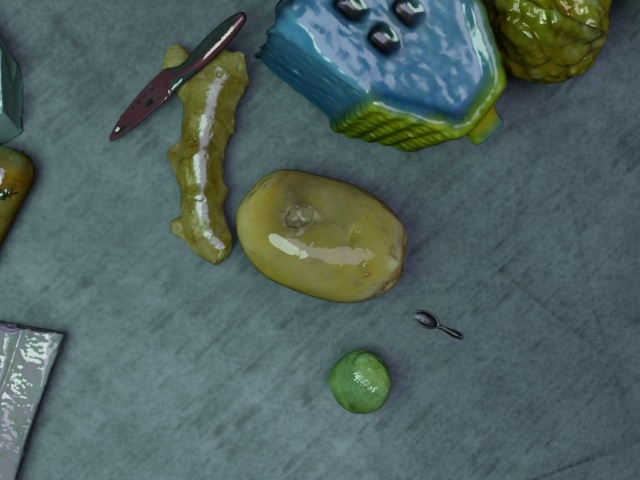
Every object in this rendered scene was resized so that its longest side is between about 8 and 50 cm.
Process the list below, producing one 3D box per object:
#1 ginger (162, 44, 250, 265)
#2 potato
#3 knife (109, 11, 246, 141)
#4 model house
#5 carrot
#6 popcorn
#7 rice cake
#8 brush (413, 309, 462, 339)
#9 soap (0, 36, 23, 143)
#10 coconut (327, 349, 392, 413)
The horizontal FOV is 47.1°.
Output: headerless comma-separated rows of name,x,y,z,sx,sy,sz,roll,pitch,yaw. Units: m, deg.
ginger,-0.150,-0.115,0.980,0.118,0.065,0.299,-2,90,9
potato,0.000,0.000,0.975,0.233,0.146,0.150,20,44,2
knife,-0.190,-0.212,0.950,0.247,0.018,0.035,-37,80,14
model house,0.086,-0.231,0.931,0.215,0.237,0.303,-45,98,-6
carrot,-0.443,0.021,0.937,0.078,0.078,0.298,20,94,-10
popcorn,0.301,-0.305,1.014,0.197,0.155,0.198,4,71,-13
rice cake,-0.426,0.248,0.953,0.106,0.050,0.298,17,89,-11
brush,0.172,0.125,1.071,0.083,0.008,0.024,28,84,-9
soap,-0.466,-0.219,0.912,0.145,0.091,0.230,-31,95,-7
coconut,0.054,0.197,1.017,0.087,0.096,0.088,11,50,-14
